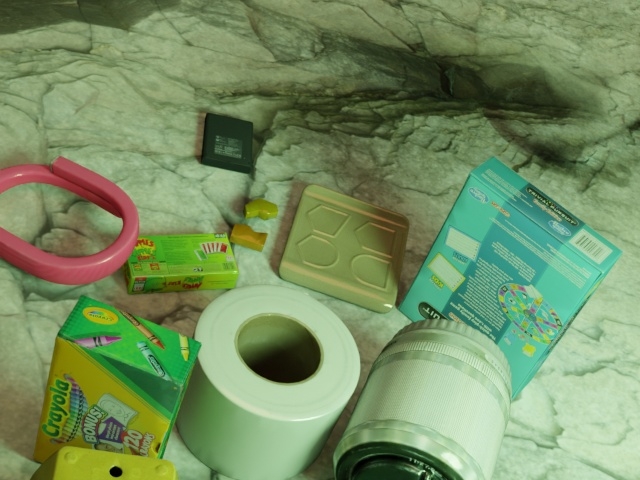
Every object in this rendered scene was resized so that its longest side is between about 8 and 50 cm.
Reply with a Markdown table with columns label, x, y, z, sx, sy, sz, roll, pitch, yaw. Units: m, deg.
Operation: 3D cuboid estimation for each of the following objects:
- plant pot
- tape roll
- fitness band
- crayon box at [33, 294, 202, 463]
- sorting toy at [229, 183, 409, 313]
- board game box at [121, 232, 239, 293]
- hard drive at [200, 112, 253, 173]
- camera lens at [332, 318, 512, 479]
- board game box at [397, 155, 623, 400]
| label | x | y | z | sx | sy | sz | roll | pitch | yaw |
| --- | --- | --- | --- | --- | --- | --- | --- | --- | --- |
| plant pot | -0.270 | 0.368 | 1.275 | 0.212 | 0.187 | 0.212 | 11 | 44 | -12 |
| tape roll | -0.082 | 0.208 | 1.527 | 0.246 | 0.169 | 0.246 | 11 | 45 | -11 |
| fitness band | -0.428 | -0.037 | 1.678 | 0.291 | 0.054 | 0.209 | 26 | 48 | 18 |
| crayon box | -0.271 | 0.212 | 1.362 | 0.165 | 0.278 | 0.081 | 22 | 42 | -1 |
| sorting toy | 0.000 | 0.000 | 1.867 | 0.307 | 0.041 | 0.229 | 19 | 47 | -3 |
| board game box | -0.235 | 0.037 | 1.723 | 0.181 | 0.043 | 0.092 | -2 | 48 | -25 |
| hard drive | -0.177 | -0.187 | 1.985 | 0.094 | 0.022 | 0.135 | 11 | 44 | -12 |
| camera lens | 0.155 | 0.276 | 1.518 | 0.219 | 0.219 | 0.274 | 26 | 43 | 3 |
| board game box | 0.297 | 0.068 | 1.699 | 0.254 | 0.336 | 0.079 | 40 | 46 | 17 |
